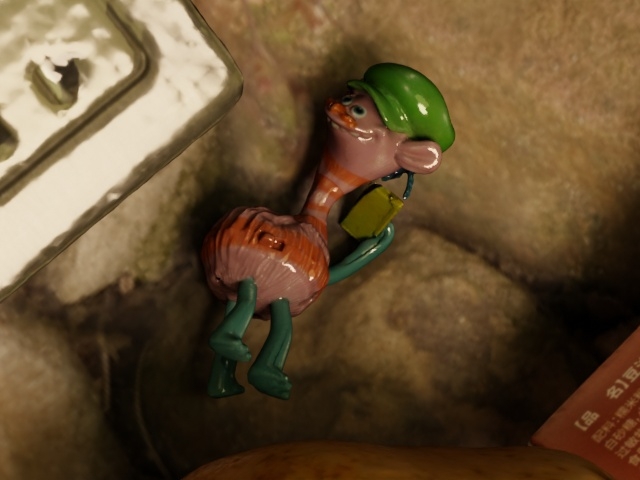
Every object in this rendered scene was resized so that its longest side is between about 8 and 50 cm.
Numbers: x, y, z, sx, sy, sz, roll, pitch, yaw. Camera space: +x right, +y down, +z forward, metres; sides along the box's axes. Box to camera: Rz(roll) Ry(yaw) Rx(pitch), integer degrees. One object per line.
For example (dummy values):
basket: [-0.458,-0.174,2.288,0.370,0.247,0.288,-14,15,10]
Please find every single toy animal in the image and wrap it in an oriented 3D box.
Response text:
toy animal: [0.000,0.000,1.062,0.208,0.100,0.103,-59,139,-25]

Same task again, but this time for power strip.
power strip: [-0.207,-0.094,0.931,0.251,0.092,0.257,-41,112,-13]

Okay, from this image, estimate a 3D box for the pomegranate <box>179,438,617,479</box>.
pomegranate: [0.047,0.269,0.903,0.410,0.410,0.410,-1,92,-30]

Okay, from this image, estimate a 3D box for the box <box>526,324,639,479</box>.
box: [0.352,0.114,1.162,0.385,0.122,0.344,-44,130,-11]
